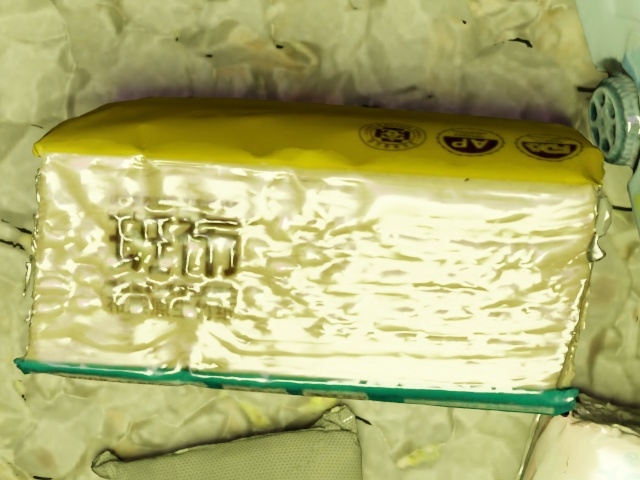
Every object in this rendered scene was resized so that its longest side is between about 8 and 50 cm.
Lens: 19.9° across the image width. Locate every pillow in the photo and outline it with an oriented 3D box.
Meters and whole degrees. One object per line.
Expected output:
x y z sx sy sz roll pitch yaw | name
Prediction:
-0.038 0.227 1.015 0.169 0.059 0.255 -8 98 8 | pillow

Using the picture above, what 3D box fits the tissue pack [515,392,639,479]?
0.173 0.235 0.965 0.201 0.124 0.271 17 95 -3 | tissue pack

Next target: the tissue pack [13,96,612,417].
0.000 0.000 0.914 0.271 0.192 0.134 4 99 3 | tissue pack

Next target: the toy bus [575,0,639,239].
0.217 -0.003 0.872 0.109 0.136 0.329 -7 73 -17 | toy bus
